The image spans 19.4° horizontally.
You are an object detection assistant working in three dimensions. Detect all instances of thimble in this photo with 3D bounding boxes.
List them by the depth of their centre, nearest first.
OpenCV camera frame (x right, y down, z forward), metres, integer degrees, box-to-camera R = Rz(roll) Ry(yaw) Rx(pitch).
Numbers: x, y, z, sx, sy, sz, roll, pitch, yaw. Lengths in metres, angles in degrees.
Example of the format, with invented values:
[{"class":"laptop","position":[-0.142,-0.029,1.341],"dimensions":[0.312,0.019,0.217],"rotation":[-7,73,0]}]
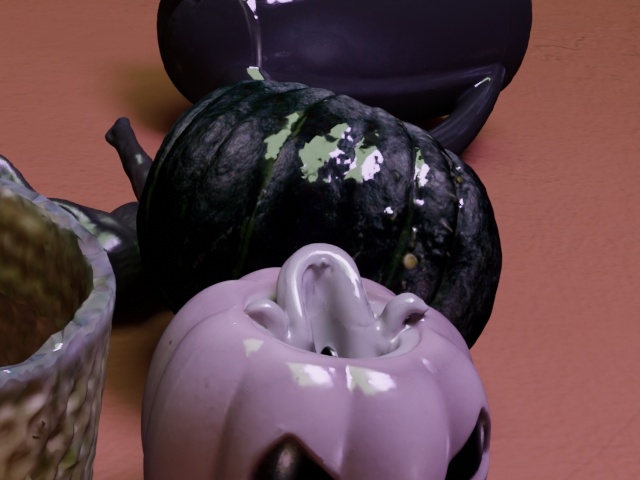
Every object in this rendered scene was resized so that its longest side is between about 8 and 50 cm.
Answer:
[{"class":"thimble","position":[-0.234,0.070,0.884],"dimensions":[0.271,0.150,0.271],"rotation":[9,23,-4]}]

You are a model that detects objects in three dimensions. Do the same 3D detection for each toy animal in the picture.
[{"class":"toy animal","position":[-0.124,-0.008,1.201],"dimensions":[0.148,0.084,0.233],"rotation":[24,23,26]}]

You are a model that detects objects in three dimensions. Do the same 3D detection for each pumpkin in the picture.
[{"class":"pumpkin","position":[0.000,0.000,1.094],"dimensions":[0.221,0.161,0.220],"rotation":[20,-2,1]}]

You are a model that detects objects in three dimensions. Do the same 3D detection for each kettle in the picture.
[{"class":"kettle","position":[0.018,-0.158,1.499],"dimensions":[0.290,0.207,0.268],"rotation":[-18,63,-39]}]

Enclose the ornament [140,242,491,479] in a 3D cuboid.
[{"class":"ornament","position":[-0.002,0.088,0.927],"dimensions":[0.178,0.177,0.177],"rotation":[9,23,-4]}]
